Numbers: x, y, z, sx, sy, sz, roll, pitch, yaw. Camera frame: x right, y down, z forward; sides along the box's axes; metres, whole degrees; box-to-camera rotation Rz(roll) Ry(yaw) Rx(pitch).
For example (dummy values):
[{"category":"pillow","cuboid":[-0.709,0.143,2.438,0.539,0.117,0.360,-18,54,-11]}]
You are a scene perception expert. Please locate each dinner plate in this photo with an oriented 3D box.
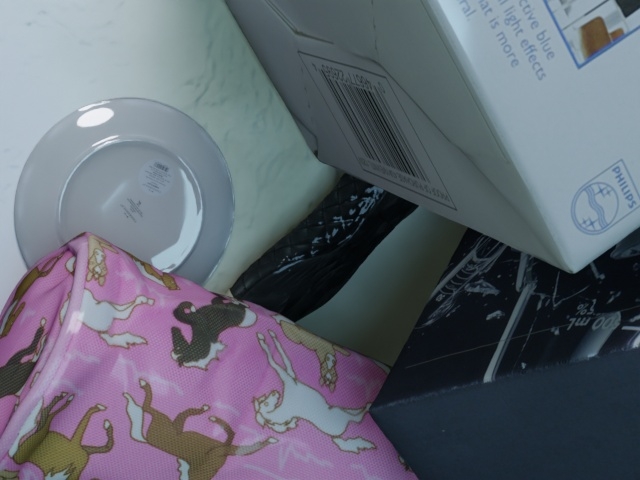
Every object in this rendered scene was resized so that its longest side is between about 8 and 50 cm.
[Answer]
[{"category":"dinner plate","cuboid":[-0.119,-0.018,1.122,0.141,0.017,0.141,-4,100,-21]}]

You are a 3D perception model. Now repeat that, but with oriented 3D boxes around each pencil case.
[{"category":"pencil case","cuboid":[-0.033,0.139,1.110,0.386,0.160,0.167,28,51,-23]}]

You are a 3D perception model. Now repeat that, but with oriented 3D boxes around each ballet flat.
[{"category":"ballet flat","cuboid":[0.000,0.000,1.163,0.173,0.049,0.057,-41,139,-4]}]

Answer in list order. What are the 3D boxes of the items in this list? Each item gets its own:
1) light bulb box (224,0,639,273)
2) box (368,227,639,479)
[{"category":"light bulb box","cuboid":[0.150,-0.204,1.004,0.361,0.358,0.225,-35,112,-10]},{"category":"box","cuboid":[0.254,0.023,1.033,0.179,0.343,0.312,52,43,-22]}]
